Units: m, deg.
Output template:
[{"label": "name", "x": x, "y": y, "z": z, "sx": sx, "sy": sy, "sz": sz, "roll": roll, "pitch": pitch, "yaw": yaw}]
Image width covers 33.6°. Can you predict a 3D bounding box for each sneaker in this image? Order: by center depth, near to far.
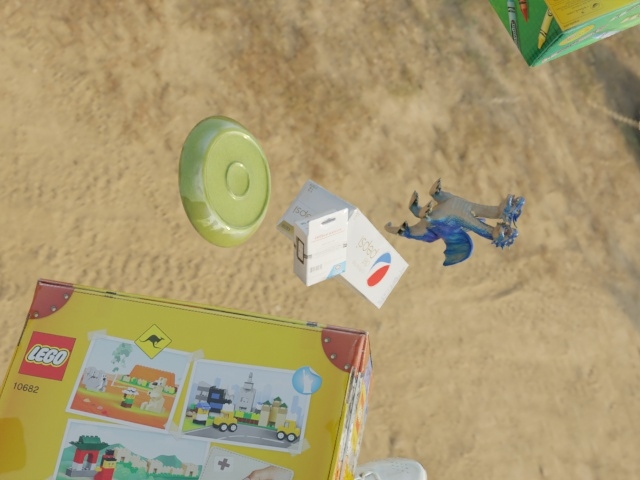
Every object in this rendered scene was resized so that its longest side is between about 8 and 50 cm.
[{"label": "sneaker", "x": 0.042, "y": 0.446, "z": 1.832, "sx": 0.129, "sy": 0.297, "sz": 0.111, "roll": 73, "pitch": -1, "yaw": -70}]

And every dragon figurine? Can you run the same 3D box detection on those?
[{"label": "dragon figurine", "x": 0.205, "y": -0.017, "z": 1.687, "sx": 0.144, "sy": 0.289, "sz": 0.085, "roll": 31, "pitch": 62, "yaw": -14}]

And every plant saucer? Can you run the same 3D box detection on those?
[{"label": "plant saucer", "x": -0.160, "y": -0.108, "z": 1.912, "sx": 0.241, "sy": 0.037, "sz": 0.241, "roll": 8, "pitch": 80, "yaw": -53}]

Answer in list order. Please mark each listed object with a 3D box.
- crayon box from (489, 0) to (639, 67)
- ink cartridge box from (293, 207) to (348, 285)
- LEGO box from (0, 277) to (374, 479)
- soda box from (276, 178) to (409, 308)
[{"label": "crayon box", "x": 0.312, "y": -0.319, "z": 1.181, "sx": 0.278, "sy": 0.081, "sz": 0.165, "roll": -24, "pitch": 78, "yaw": -24}, {"label": "ink cartridge box", "x": 0.000, "y": 0.000, "z": 1.061, "sx": 0.048, "sy": 0.083, "sz": 0.028, "roll": -20, "pitch": 44, "yaw": -25}, {"label": "LEGO box", "x": -0.204, "y": 0.290, "z": 1.509, "sx": 0.193, "sy": 0.500, "sz": 0.372, "roll": 81, "pitch": 21, "yaw": -61}, {"label": "soda box", "x": 0.030, "y": 0.009, "z": 1.239, "sx": 0.074, "sy": 0.069, "sz": 0.216, "roll": 32, "pitch": -5, "yaw": 27}]
